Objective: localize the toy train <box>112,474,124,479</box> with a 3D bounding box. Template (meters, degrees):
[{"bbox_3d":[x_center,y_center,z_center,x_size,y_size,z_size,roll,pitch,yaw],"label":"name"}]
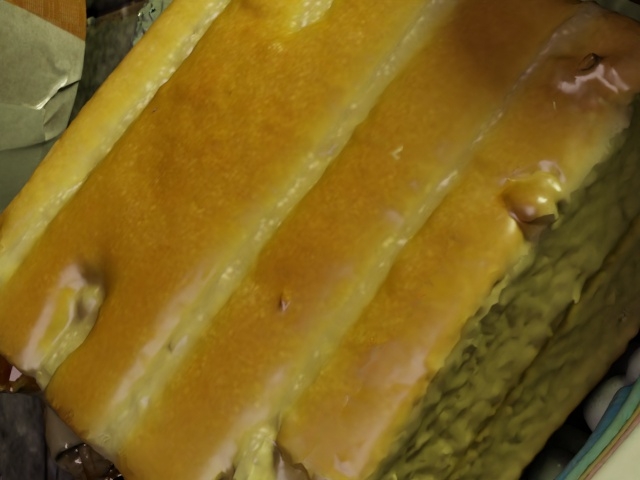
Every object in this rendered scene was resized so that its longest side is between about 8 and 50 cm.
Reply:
[{"bbox_3d":[-0.037,0.166,0.547,0.071,0.111,0.170,-30,102,23],"label":"toy train"}]

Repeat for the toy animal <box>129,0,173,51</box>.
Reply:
[{"bbox_3d":[-0.058,-0.013,0.628,0.079,0.070,0.253,-1,87,3],"label":"toy animal"}]

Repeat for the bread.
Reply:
[{"bbox_3d":[0.000,0.000,0.483,0.246,0.111,0.239,-51,46,-4],"label":"bread"}]

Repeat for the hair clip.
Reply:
[{"bbox_3d":[0.085,0.106,0.446,0.054,0.140,0.220,40,118,8],"label":"hair clip"}]

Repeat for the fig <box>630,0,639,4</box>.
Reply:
[{"bbox_3d":[0.157,-0.130,0.399,0.149,0.202,0.148,-54,18,28],"label":"fig"}]

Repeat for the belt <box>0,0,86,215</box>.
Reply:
[{"bbox_3d":[-0.247,-0.083,0.804,0.261,0.105,0.184,-54,54,26],"label":"belt"}]

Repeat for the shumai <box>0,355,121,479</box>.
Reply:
[{"bbox_3d":[-0.128,0.069,0.661,0.145,0.116,0.145,-3,87,46],"label":"shumai"}]
